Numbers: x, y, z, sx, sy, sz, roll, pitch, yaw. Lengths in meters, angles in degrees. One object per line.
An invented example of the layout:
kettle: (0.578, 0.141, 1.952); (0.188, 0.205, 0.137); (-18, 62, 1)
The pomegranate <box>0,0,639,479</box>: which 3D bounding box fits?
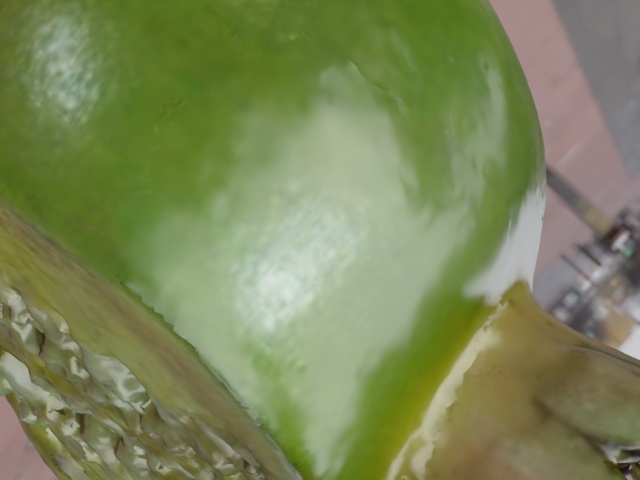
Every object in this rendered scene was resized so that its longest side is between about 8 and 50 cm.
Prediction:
pomegranate: (0.000, 0.000, 0.534); (0.216, 0.359, 0.309); (-54, 156, -28)
